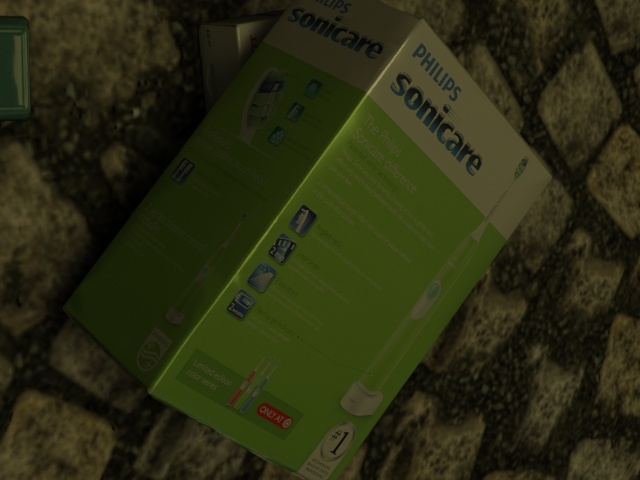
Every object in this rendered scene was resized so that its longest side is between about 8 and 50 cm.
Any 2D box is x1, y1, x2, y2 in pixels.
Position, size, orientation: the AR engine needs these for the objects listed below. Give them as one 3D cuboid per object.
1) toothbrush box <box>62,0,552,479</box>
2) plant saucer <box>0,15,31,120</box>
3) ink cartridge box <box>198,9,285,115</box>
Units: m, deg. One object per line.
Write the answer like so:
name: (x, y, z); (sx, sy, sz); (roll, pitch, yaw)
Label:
toothbrush box: (0.000, 0.000, 0.798); (0.283, 0.122, 0.206); (-53, 136, -2)
plant saucer: (-0.259, -0.101, 0.686); (0.192, 0.018, 0.067); (-7, 104, -38)
ink cartridge box: (-0.022, -0.122, 0.846); (0.122, 0.052, 0.089); (-17, 110, -33)
